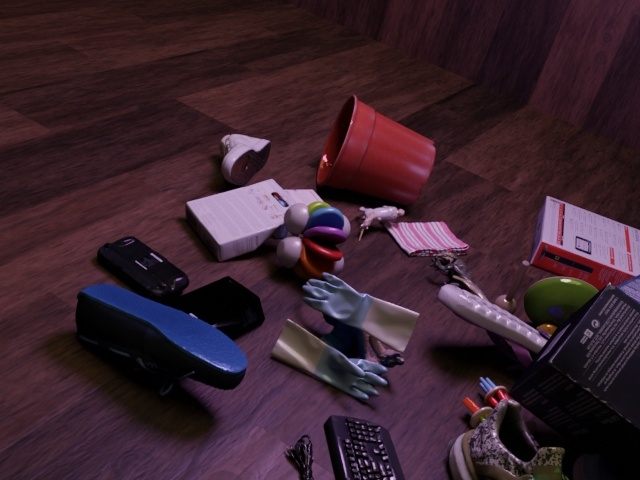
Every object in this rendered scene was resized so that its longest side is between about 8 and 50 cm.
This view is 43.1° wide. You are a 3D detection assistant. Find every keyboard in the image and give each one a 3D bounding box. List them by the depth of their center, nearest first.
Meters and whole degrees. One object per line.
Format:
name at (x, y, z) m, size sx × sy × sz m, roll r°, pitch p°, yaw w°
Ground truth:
keyboard at (0.054, 0.402, 1.319) m, size 0.202 × 0.033 × 0.317 m, roll 8°, pitch 30°, yaw -16°

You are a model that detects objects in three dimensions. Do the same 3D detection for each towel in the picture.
towel at (0.512, 0.216, 1.766) m, size 0.060 × 0.009 × 0.083 m, roll 30°, pitch 7°, yaw -18°
towel at (0.281, -0.009, 2.152) m, size 0.197 × 0.029 × 0.144 m, roll -1°, pitch 33°, yaw -29°

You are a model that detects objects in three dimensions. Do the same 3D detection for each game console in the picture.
game console at (-0.298, 0.091, 1.659) m, size 0.361 × 0.044 × 0.213 m, roll 33°, pitch 31°, yaw 25°

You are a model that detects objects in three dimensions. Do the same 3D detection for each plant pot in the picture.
plant pot at (0.162, -0.232, 2.261) m, size 0.265 × 0.272 × 0.272 m, roll 20°, pitch 28°, yaw -11°

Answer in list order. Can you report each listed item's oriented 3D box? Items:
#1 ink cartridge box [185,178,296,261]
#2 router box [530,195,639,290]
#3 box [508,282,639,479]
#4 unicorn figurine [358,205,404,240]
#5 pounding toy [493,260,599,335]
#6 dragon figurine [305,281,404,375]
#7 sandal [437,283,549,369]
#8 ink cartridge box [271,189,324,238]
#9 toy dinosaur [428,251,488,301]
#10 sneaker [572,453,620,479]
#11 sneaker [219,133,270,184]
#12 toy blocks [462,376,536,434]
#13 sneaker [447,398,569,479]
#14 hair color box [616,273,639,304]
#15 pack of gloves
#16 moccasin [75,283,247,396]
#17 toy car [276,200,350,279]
ink cartridge box at (-0.175, -0.052, 1.905) m, size 0.232 × 0.066 × 0.189 m, roll -15°, pitch 40°, yaw -28°
router box at (0.764, 0.018, 2.307) m, size 0.301 × 0.082 × 0.335 m, roll 22°, pitch 29°, yaw 8°
box at (0.532, 0.274, 1.404) m, size 0.312 × 0.343 × 0.179 m, roll 39°, pitch 76°, yaw 13°
unicorn figurine at (0.146, -0.063, 2.125) m, size 0.162 × 0.060 × 0.111 m, roll -23°, pitch 13°, yaw -11°
pounding toy at (0.527, 0.172, 1.844) m, size 0.237 × 0.183 × 0.110 m, roll 21°, pitch 48°, yaw -1°
dragon figurine at (0.046, 0.178, 1.644) m, size 0.085 × 0.144 × 0.289 m, roll -15°, pitch 23°, yaw -41°
sandal at (0.415, 0.225, 1.746) m, size 0.416 × 0.102 × 0.169 m, roll 30°, pitch 8°, yaw -9°
ink cartridge box at (-0.056, -0.067, 2.008) m, size 0.143 × 0.089 × 0.092 m, roll -2°, pitch 34°, yaw -30°
toy dinosaur at (0.332, 0.093, 1.975) m, size 0.118 × 0.064 × 0.268 m, roll 8°, pitch 33°, yaw -29°
sneaker at (0.543, 0.442, 1.306) m, size 0.127 × 0.208 × 0.319 m, roll 39°, pitch 24°, yaw -26°
sneaker at (-0.234, -0.223, 2.187) m, size 0.123 × 0.105 × 0.290 m, roll 17°, pitch 18°, yaw 8°
toy blocks at (0.329, 0.325, 1.573) m, size 0.123 × 0.054 × 0.148 m, roll 0°, pitch 33°, yaw -29°
sneaker at (0.342, 0.417, 1.289) m, size 0.158 × 0.182 × 0.410 m, roll 2°, pitch 33°, yaw -26°
hair color box at (0.712, 0.184, 1.845) m, size 0.105 × 0.173 × 0.347 m, roll 33°, pitch 22°, yaw 28°
pack of gloves at (0.042, 0.181, 1.530) m, size 0.232 × 0.195 × 0.046 m, roll 24°, pitch 2°, yaw 12°
moccasin at (-0.283, 0.186, 1.434) m, size 0.342 × 0.116 × 0.138 m, roll 24°, pitch 17°, yaw 22°
toy car at (0.000, 0.000, 1.816) m, size 0.159 × 0.181 × 0.136 m, roll 16°, pitch -8°, yaw -28°
